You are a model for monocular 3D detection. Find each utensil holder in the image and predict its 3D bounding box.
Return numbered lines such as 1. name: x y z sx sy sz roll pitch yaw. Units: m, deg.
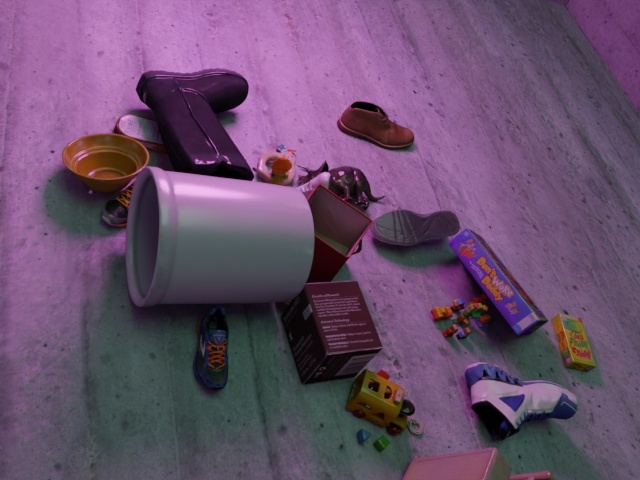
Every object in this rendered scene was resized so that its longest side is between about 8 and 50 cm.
1. utensil holder: -0.253 0.001 1.609 0.385 0.327 0.328 4 52 -30

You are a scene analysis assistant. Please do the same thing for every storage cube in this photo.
1. storage cube: 0.000 0.000 1.831 0.215 0.193 0.184 36 45 1

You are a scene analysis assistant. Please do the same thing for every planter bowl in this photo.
1. planter bowl: -0.569 -0.190 1.734 0.217 0.090 0.217 8 39 -6

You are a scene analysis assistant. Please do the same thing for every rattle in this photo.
1. rattle: -0.112 -0.272 2.038 0.130 0.143 0.200 26 49 13

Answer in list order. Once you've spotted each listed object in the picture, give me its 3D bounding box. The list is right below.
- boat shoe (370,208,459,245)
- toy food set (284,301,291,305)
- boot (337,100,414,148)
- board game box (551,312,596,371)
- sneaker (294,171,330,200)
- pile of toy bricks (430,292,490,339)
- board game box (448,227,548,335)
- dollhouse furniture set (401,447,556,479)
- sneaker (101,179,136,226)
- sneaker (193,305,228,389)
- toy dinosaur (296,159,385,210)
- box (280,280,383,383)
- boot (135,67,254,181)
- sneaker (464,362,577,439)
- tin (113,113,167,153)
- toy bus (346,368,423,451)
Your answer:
1. boat shoe: 0.296 -0.037 2.104 0.320 0.103 0.118 -7 77 -26
2. toy food set: -0.079 0.155 1.759 0.082 0.020 0.083 16 19 -33
3. boot: 0.221 -0.417 2.355 0.305 0.115 0.112 11 48 -22
4. board game box: 0.820 0.329 2.112 0.092 0.043 0.181 15 48 -18
5. sneaker: -0.039 -0.141 1.920 0.094 0.212 0.080 14 64 -16
6. pile of toy bricks: 0.448 0.217 1.958 0.212 0.105 0.118 -4 56 -31
7. board game box: 0.556 0.132 2.030 0.347 0.078 0.233 56 17 20
8. dollhouse furniture set: 0.386 0.691 1.505 0.394 0.256 0.362 52 45 -11
9. sneaker: -0.497 -0.116 1.733 0.084 0.083 0.215 39 47 3
10. sneaker: -0.256 0.251 1.557 0.083 0.087 0.221 5 51 -24
11. toy dinosaur: 0.089 -0.182 2.080 0.313 0.121 0.160 -2 72 -26
12. box: 0.025 0.233 1.667 0.167 0.168 0.203 -2 54 -29
13. boot: -0.301 -0.330 1.914 0.367 0.146 0.445 -11 47 -30
14. sneaker: 0.541 0.473 1.799 0.315 0.127 0.182 18 51 -6
15. tin: -0.510 -0.314 1.924 0.189 0.040 0.106 12 53 -20
16. toy bus: 0.170 0.410 1.646 0.202 0.104 0.191 -11 60 -34
